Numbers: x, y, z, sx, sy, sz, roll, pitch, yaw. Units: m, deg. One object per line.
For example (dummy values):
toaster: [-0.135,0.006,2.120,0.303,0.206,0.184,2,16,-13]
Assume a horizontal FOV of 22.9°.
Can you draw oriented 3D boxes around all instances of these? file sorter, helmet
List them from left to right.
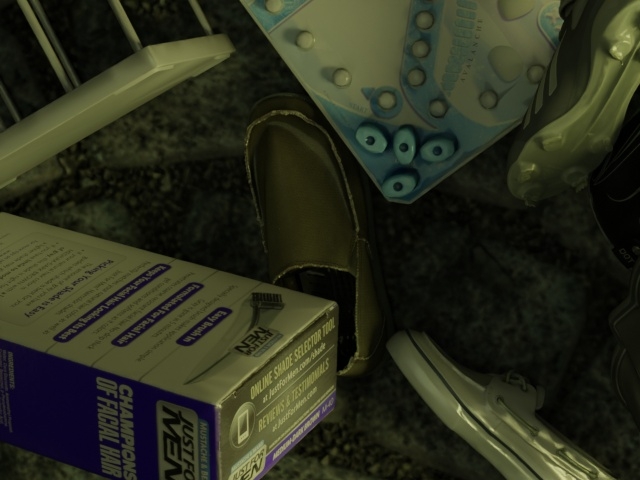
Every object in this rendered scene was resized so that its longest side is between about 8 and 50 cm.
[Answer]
file sorter: [-0.249,-0.154,1.272,0.277,0.193,0.173,-28,92,17]
helmet: [0.300,-0.052,1.185,0.169,0.169,0.161,49,125,0]

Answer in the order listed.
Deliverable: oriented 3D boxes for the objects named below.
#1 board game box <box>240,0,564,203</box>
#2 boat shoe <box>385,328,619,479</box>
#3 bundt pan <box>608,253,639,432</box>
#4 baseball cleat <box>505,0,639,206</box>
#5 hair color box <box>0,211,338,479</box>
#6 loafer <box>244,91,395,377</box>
board game box: [0.096,-0.287,1.218,0.390,0.050,0.390,-36,91,14]
boat shoe: [0.153,0.142,1.305,0.076,0.083,0.226,-43,101,6]
bundt pan: [0.375,0.101,1.115,0.330,0.124,0.331,0,125,0]
baseball cleat: [0.194,-0.124,1.172,0.072,0.109,0.206,13,133,-23]
hair color box: [-0.176,0.088,1.263,0.338,0.185,0.110,13,118,26]
loafer: [0.000,0.000,1.297,0.094,0.087,0.251,-18,97,16]
